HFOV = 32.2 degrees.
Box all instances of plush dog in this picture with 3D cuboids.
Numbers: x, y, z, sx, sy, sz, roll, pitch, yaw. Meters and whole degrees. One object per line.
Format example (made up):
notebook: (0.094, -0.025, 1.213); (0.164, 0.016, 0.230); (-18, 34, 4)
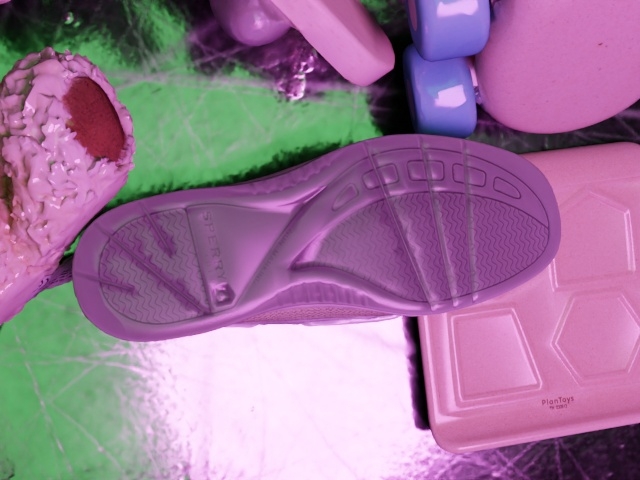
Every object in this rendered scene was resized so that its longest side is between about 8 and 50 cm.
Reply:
plush dog: (-0.277, -0.032, 0.673); (0.225, 0.210, 0.262); (44, 55, 3)

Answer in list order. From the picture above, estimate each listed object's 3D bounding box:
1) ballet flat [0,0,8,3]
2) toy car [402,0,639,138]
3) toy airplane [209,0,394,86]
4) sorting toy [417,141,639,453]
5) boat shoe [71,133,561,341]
ballet flat: (-0.273, -0.230, 0.685); (0.086, 0.086, 0.248); (-44, 79, -6)
toy car: (0.153, -0.215, 0.751); (0.219, 0.210, 0.238); (-10, 67, 0)
toy airplane: (-0.123, -0.265, 0.612); (0.384, 0.272, 0.386); (-9, 83, -50)
sorting toy: (0.161, 0.039, 0.820); (0.193, 0.038, 0.208); (-8, 90, -11)
boat shoe: (-0.001, 0.003, 0.736); (0.320, 0.103, 0.118); (-12, 89, -10)
